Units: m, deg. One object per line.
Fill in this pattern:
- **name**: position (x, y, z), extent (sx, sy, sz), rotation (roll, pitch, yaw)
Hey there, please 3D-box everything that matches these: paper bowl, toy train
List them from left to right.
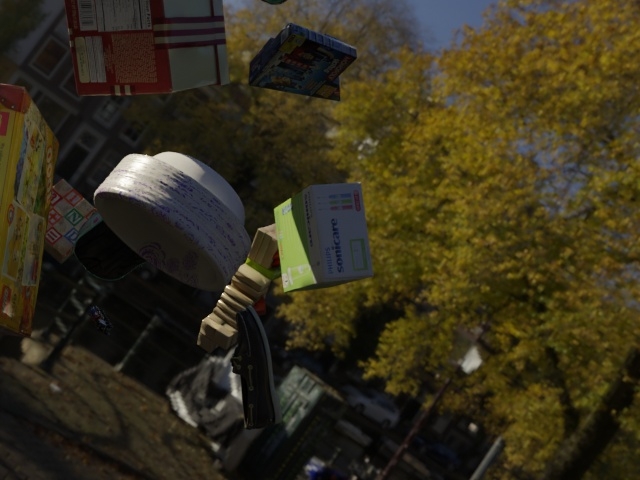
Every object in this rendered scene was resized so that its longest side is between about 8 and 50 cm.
- **toy train**: position (-0.496, 0.178, 1.847), extent (0.036, 0.027, 0.158), rotation (23, 1, -25)
- **paper bowl**: position (-0.251, -0.046, 1.486), extent (0.284, 0.148, 0.284), rotation (27, -26, 14)

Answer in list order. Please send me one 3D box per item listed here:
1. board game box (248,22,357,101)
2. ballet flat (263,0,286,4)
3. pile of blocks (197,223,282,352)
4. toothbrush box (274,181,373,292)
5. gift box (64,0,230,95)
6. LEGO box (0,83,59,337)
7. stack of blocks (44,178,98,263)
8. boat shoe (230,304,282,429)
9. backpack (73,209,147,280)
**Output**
- **board game box**: position (-0.017, -0.357, 1.668), extent (0.194, 0.060, 0.194), rotation (14, -27, -27)
- **ballet flat**: position (-0.238, -0.856, 2.212), extent (0.483, 0.164, 0.182), rotation (45, 19, -24)
- **pile of blocks**: position (-0.159, 0.132, 2.027), extent (0.113, 0.362, 0.149), rotation (32, 0, 19)
- **toothbrush box**: position (0.000, 0.000, 1.836), extent (0.122, 0.206, 0.283), rotation (-5, -7, -19)
- **gift box**: position (-0.346, -0.420, 1.628), extent (0.277, 0.255, 0.258), rotation (8, 18, 21)
- **LEGO box**: position (-0.749, -0.053, 1.844), extent (0.193, 0.499, 0.372), rotation (5, -12, -5)
- **stack of blocks**: position (-0.804, -0.098, 2.411), extent (0.297, 0.171, 0.087), rotation (42, -29, -2)
- **boat shoe**: position (-0.125, 0.233, 1.485), extent (0.081, 0.069, 0.227), rotation (-163, -120, -70)
- **backpack**: position (-0.483, -0.004, 1.949), extent (0.166, 0.188, 0.144), rotation (48, 7, -30)
